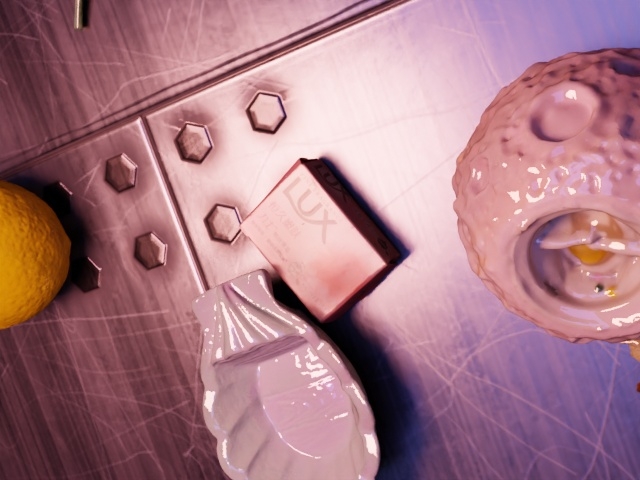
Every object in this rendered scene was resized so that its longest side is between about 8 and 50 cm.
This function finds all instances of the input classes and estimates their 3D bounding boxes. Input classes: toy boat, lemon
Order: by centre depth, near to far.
[{"bbox_3d":[-0.033,0.172,1.078,0.199,0.100,0.290,-23,92,23],"label":"toy boat"},{"bbox_3d":[-0.394,0.015,1.136,0.178,0.203,0.178,-9,73,31],"label":"lemon"}]

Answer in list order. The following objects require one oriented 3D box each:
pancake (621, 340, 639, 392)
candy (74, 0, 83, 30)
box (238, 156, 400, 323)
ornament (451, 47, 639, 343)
[{"bbox_3d":[0.429,0.155,0.922,0.212,0.056,0.257,-32,96,30],"label":"pancake"},{"bbox_3d":[-0.264,-0.367,1.088,0.077,0.073,0.262,6,111,-7],"label":"candy"},{"bbox_3d":[0.000,0.000,1.055,0.111,0.060,0.156,-44,84,21],"label":"box"},{"bbox_3d":[0.248,-0.043,0.856,0.259,0.225,0.259,13,133,14],"label":"ornament"}]
